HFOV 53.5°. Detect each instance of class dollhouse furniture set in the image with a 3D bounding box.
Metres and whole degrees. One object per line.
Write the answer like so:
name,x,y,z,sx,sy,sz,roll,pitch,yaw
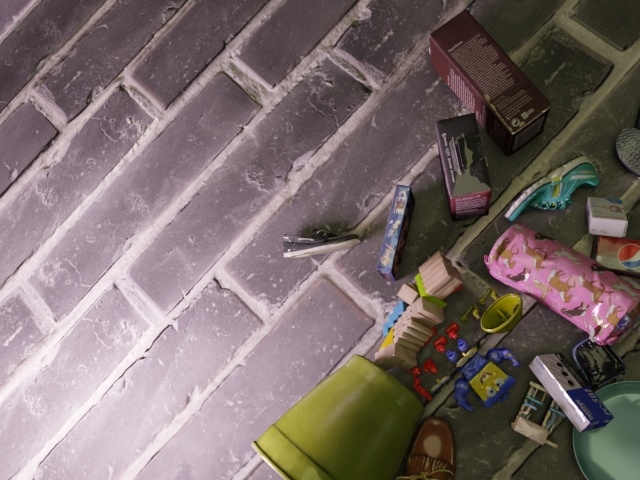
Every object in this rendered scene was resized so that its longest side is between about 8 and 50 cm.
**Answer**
dollhouse furniture set,0.566,0.441,1.594,0.129,0.184,0.129,25,85,16

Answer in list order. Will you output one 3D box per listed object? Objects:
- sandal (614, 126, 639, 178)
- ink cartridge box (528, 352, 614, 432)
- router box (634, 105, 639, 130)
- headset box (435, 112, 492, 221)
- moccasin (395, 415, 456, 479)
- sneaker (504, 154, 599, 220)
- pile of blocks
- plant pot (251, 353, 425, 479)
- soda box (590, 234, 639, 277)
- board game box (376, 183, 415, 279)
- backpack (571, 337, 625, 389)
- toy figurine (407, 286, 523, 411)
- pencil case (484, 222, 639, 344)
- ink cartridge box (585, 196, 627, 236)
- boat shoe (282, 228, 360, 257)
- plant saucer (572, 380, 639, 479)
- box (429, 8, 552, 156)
sandal,0.898,-0.199,1.731,0.097,0.054,0.254,-41,82,9
ink cartridge box,0.629,0.378,1.600,0.207,0.097,0.046,59,137,40
router box,0.928,-0.344,1.755,0.092,0.038,0.122,16,83,16
headset box,0.385,-0.194,1.714,0.110,0.293,0.218,-11,77,10
moccasin,0.261,0.647,1.639,0.139,0.147,0.380,18,83,16
sneaker,0.636,-0.128,1.747,0.275,0.107,0.110,-31,83,5
pile of blocks,0.279,0.209,1.766,0.113,0.149,0.362,30,97,-26
plant pot,0.074,0.498,1.635,0.366,0.366,0.353,35,76,17
soda box,0.853,0.054,1.664,0.263,0.083,0.092,10,81,14
board game box,0.214,-0.018,1.783,0.042,0.165,0.243,12,82,15
backpack,0.709,0.309,1.641,0.105,0.084,0.114,-31,77,6
toy figurine,0.439,0.329,1.700,0.362,0.191,0.217,-45,102,-2
pencil case,0.622,0.106,1.642,0.386,0.167,0.160,35,130,27
ink cartridge box,0.759,-0.064,1.690,0.089,0.122,0.052,6,124,14
boat shoe,0.000,0.000,1.871,0.233,0.084,0.079,-8,77,14
plant saucer,0.794,0.511,1.578,0.318,0.043,0.317,-6,66,13
box,0.473,-0.444,1.803,0.143,0.191,0.381,-37,74,3
